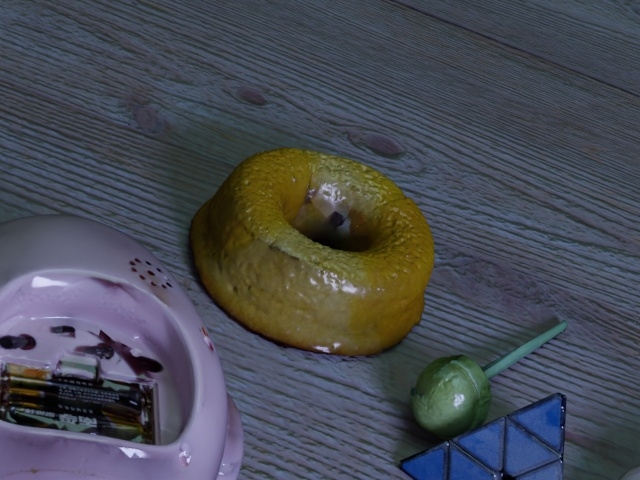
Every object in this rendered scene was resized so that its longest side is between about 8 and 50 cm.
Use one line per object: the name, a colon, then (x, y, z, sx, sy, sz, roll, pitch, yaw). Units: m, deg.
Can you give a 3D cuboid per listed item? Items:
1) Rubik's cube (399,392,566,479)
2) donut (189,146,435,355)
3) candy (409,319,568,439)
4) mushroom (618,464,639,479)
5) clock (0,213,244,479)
Rubik's cube: (0.200, 0.222, 1.890, 0.190, 0.178, 0.211, 11, 41, -13)
donut: (0.000, 0.000, 2.074, 0.303, 0.110, 0.303, 15, 40, -13)
candy: (0.212, 0.147, 2.059, 0.335, 0.092, 0.093, -25, 93, -52)
mushroom: (0.408, 0.350, 1.915, 0.173, 0.162, 0.236, 6, 40, 33)
clock: (-0.252, 0.132, 1.686, 0.368, 0.250, 0.377, 11, 42, -18)
